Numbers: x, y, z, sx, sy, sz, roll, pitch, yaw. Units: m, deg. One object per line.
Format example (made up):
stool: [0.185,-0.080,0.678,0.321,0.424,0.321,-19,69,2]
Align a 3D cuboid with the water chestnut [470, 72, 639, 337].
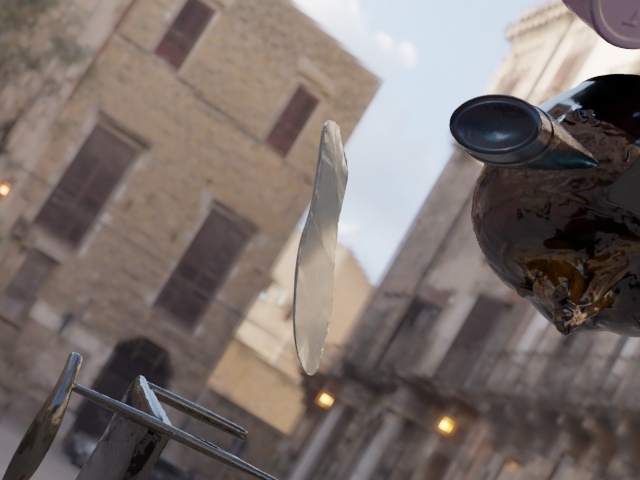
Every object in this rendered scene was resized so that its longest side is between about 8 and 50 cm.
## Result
water chestnut: [0.335,-0.005,1.802,0.335,0.347,0.335,15,-35,11]

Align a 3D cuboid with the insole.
insole: [0.000,0.000,1.001,0.004,0.197,0.065,-6,-37,19]

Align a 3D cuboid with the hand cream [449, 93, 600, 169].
hand cream: [0.197,-0.091,1.483,0.120,0.061,0.270,0,-6,18]

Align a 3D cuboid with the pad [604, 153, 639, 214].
pad: [0.277,-0.072,1.045,0.112,0.157,0.003,16,32,-42]

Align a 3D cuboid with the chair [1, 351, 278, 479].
chair: [-0.214,0.246,1.646,0.272,0.188,0.166,29,4,-21]

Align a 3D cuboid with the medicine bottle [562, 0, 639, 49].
medicine bottle: [0.324,-0.399,1.827,0.212,0.212,0.325,44,9,-48]
